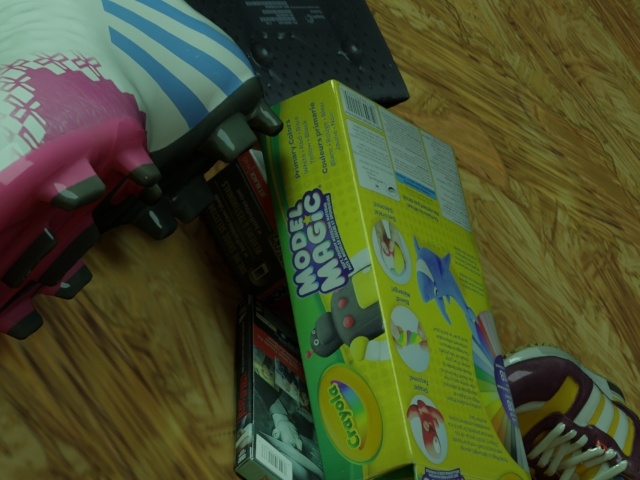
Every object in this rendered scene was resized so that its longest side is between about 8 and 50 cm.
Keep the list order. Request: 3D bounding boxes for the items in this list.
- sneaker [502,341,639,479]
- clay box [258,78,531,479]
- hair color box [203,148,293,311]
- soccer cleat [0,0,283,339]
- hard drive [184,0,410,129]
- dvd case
[{"bbox_3d":[0.145,0.116,1.054,0.185,0.069,0.084,18,35,-53],"label":"sneaker"},{"bbox_3d":[0.039,0.046,0.896,0.127,0.053,0.222,23,52,-55],"label":"clay box"},{"bbox_3d":[0.000,0.000,0.980,0.141,0.043,0.072,9,49,-59],"label":"hair color box"},{"bbox_3d":[-0.123,-0.052,0.751,0.143,0.116,0.331,44,16,2],"label":"soccer cleat"},{"bbox_3d":[-0.063,-0.174,1.059,0.172,0.054,0.255,-10,69,-53],"label":"hard drive"},{"bbox_3d":[-0.007,0.088,0.875,0.087,0.013,0.119,40,24,-27],"label":"dvd case"}]
